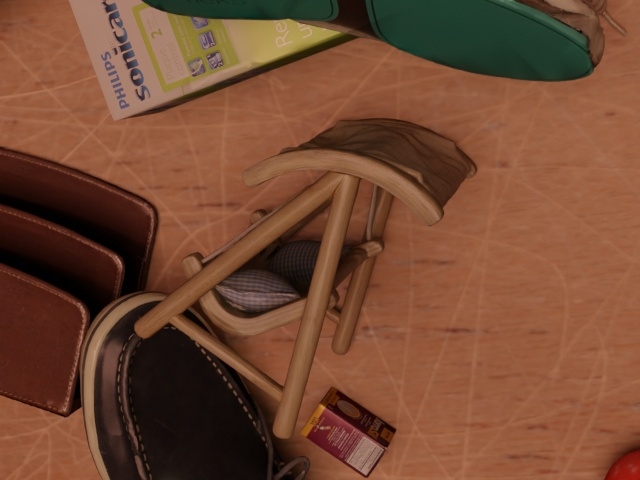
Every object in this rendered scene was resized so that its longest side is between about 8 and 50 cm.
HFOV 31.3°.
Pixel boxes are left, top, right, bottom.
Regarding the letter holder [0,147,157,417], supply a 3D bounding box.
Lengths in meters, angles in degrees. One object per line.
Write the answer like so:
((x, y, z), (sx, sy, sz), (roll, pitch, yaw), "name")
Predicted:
((-0.347, 0.022, 1.193), (0.302, 0.152, 0.214), (16, 103, 11), "letter holder")

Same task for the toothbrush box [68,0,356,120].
((-0.089, -0.258, 1.084), (0.283, 0.122, 0.206), (-17, 96, 18), "toothbrush box")

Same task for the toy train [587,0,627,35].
((0.197, -0.280, 0.993), (0.105, 0.143, 0.248), (-37, 91, 19), "toy train")

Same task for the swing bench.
((0.000, 0.000, 1.044), (0.165, 0.253, 0.254), (35, 107, 5), "swing bench")

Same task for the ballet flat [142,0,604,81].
((0.036, -0.236, 0.932), (0.409, 0.147, 0.146), (12, 104, 8), "ballet flat")

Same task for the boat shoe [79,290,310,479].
((-0.088, 0.280, 1.146), (0.156, 0.187, 0.500), (-3, 109, 53), "boat shoe")

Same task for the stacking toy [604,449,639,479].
((0.365, 0.357, 1.095), (0.141, 0.141, 0.330), (-22, 91, 18), "stacking toy")

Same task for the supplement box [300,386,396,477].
((0.029, 0.198, 1.182), (0.083, 0.055, 0.043), (33, 107, 5), "supplement box")
